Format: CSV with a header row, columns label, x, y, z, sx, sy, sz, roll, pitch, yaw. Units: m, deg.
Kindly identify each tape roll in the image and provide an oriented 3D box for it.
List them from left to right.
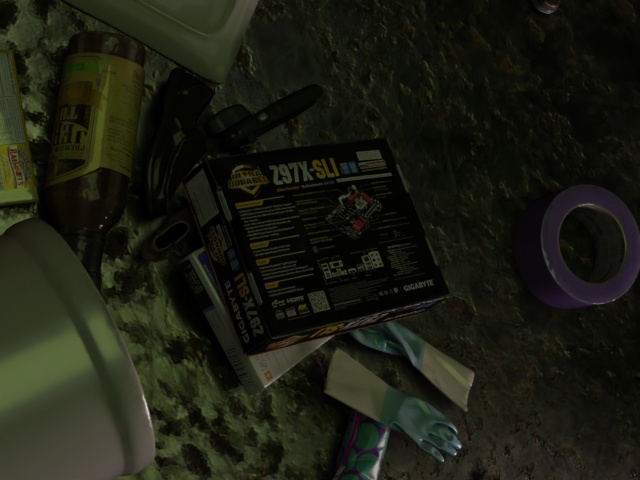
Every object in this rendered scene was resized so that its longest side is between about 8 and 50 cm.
label,x,y,z,sx,sy,sz,roll,pitch,yaw
tape roll,0.401,0.011,1.881,0.189,0.080,0.188,4,80,-23

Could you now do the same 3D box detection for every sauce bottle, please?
label,x,y,z,sx,sy,sz,roll,pitch,yaw
sauce bottle,-0.299,-0.098,1.569,0.111,0.111,0.344,10,75,-22

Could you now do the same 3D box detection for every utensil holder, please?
label,x,y,z,sx,sy,sz,roll,pitch,yaw
utensil holder,-0.428,0.198,1.345,0.386,0.328,0.327,-27,92,-24

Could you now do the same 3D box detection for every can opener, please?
label,x,y,z,sx,sy,sz,roll,pitch,yaw
can opener,-0.071,-0.179,1.714,0.186,0.059,0.073,-28,92,-25

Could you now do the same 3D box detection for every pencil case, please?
label,x,y,z,sx,sy,sz,roll,pitch,yaw
pencil case,0.057,0.288,1.685,0.070,0.065,0.151,34,65,-44

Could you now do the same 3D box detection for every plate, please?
label,x,y,z,sx,sy,sz,roll,pitch,yaw
plate,-0.202,-0.403,1.705,0.278,0.045,0.277,28,71,-17

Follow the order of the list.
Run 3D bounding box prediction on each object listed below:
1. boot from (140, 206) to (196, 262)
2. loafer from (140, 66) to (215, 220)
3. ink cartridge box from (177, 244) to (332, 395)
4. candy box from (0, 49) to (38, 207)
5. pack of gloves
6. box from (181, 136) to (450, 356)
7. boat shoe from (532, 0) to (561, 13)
label,x,y,z,sx,sy,sz,roll,pitch,yaw
boot,-0.194,-0.012,1.614,0.042,0.087,0.118,48,66,-7
loafer,-0.190,-0.129,1.633,0.078,0.080,0.220,14,75,-8
ink cartridge box,-0.074,0.075,1.661,0.208,0.045,0.206,-32,96,-47
candy box,-0.436,-0.143,1.563,0.105,0.027,0.205,-8,84,-28
pack of gloves,0.126,0.190,1.700,0.232,0.046,0.195,33,40,-15
box,0.000,0.000,1.645,0.322,0.079,0.257,-11,72,-38
boat shoe,0.383,-0.462,1.963,0.066,0.066,0.183,12,76,-22
